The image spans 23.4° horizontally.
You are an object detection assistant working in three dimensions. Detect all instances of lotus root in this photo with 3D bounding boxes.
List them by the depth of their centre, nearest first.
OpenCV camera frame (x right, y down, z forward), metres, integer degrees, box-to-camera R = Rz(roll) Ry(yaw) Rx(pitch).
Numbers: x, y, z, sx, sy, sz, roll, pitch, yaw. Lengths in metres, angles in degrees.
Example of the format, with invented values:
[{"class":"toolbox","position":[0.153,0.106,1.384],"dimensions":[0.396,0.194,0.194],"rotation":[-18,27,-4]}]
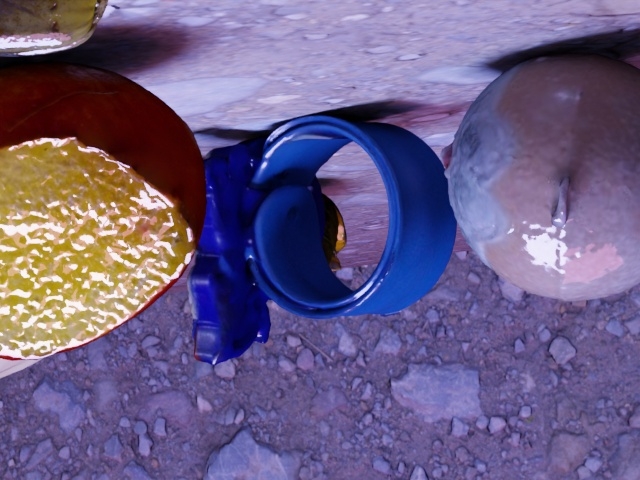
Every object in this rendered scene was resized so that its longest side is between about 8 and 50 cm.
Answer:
[{"class":"lotus root","position":[-0.145,-0.107,0.700],"dimensions":[0.099,0.049,0.054],"rotation":[-8,-176,0]}]

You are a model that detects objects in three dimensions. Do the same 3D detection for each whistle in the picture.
[{"class":"whistle","position":[0.194,-0.060,1.185],"dimensions":[0.189,0.189,0.348],"rotation":[-8,-171,18]}]

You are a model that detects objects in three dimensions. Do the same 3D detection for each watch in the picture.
[{"class":"watch","position":[0.003,-0.008,1.294],"dimensions":[0.200,0.196,0.171],"rotation":[-1,-171,33]}]

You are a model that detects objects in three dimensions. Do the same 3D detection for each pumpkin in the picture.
[{"class":"pumpkin","position":[-0.033,-0.009,1.702],"dimensions":[0.119,0.107,0.183],"rotation":[0,-176,6]}]

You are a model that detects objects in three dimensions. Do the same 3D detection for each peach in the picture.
[{"class":"peach","position":[-0.167,-0.017,0.939],"dimensions":[0.190,0.190,0.192],"rotation":[-3,-168,-41]}]

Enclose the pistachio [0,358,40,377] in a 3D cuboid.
[{"class":"pistachio","position":[-0.313,0.020,1.246],"dimensions":[0.318,0.214,0.193],"rotation":[-17,-143,11]}]
